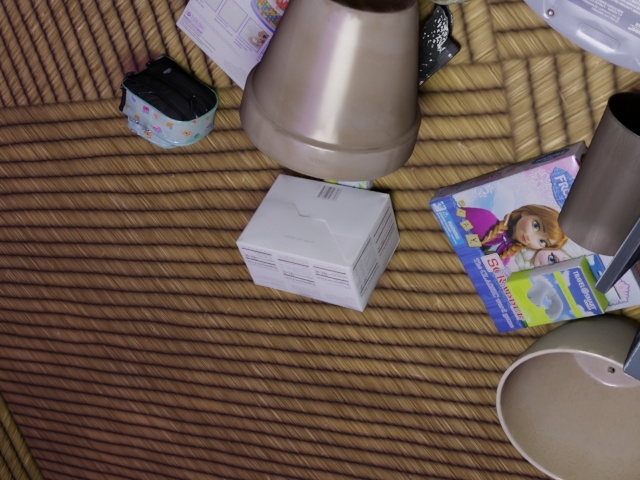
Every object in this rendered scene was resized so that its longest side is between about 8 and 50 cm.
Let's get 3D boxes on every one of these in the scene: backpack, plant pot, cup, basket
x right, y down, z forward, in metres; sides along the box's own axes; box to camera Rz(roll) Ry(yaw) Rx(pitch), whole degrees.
[{"bbox_3d":[-0.316,-0.281,1.954,0.188,0.166,0.144,29,133,18],"label":"backpack"},{"bbox_3d":[0.038,-0.305,1.547,0.323,0.323,0.280,28,134,15],"label":"plant pot"},{"bbox_3d":[0.527,0.272,1.726,0.331,0.237,0.331,17,128,23],"label":"cup"},{"bbox_3d":[0.491,-0.100,1.492,0.154,0.204,0.227,25,123,10],"label":"basket"}]

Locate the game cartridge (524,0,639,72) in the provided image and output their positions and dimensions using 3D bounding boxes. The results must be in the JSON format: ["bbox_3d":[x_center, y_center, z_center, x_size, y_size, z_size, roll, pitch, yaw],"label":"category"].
[{"bbox_3d":[0.473,-0.382,1.438,0.294,0.060,0.196,32,129,11],"label":"game cartridge"}]

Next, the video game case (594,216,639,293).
[{"bbox_3d":[0.548,-0.042,1.469,0.026,0.274,0.196,38,134,20],"label":"video game case"}]

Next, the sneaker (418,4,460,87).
[{"bbox_3d":[0.187,-0.343,1.659,0.089,0.051,0.170,48,129,-4],"label":"sneaker"}]

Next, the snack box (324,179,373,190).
[{"bbox_3d":[0.053,-0.171,1.873,0.100,0.037,0.141,12,126,26],"label":"snack box"}]

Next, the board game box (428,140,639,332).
[{"bbox_3d":[0.413,0.006,1.735,0.318,0.066,0.319,-19,108,40],"label":"board game box"}]

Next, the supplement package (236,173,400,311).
[{"bbox_3d":[0.000,0.000,1.892,0.261,0.204,0.145,13,144,26],"label":"supplement package"}]

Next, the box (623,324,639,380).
[{"bbox_3d":[0.676,0.085,1.387,0.293,0.395,0.212,26,132,16],"label":"box"}]

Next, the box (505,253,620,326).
[{"bbox_3d":[0.447,0.095,1.699,0.178,0.042,0.109,-17,110,41],"label":"box"}]

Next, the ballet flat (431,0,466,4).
[{"bbox_3d":[0.121,-0.509,1.542,0.348,0.123,0.123,36,133,8],"label":"ballet flat"}]

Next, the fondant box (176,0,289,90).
[{"bbox_3d":[-0.102,-0.454,1.743,0.238,0.096,0.330,44,135,0],"label":"fondant box"}]
